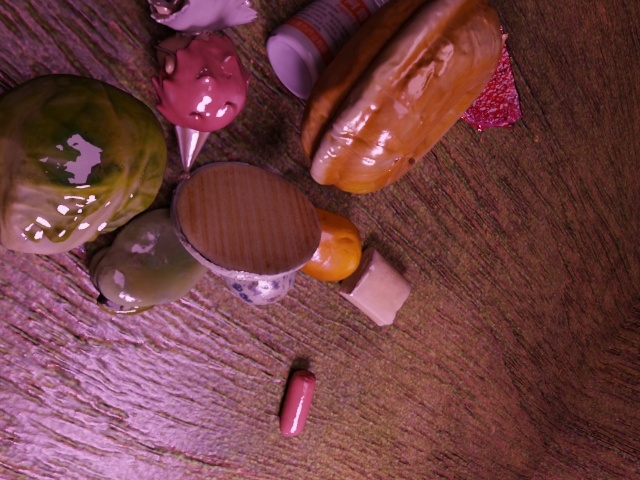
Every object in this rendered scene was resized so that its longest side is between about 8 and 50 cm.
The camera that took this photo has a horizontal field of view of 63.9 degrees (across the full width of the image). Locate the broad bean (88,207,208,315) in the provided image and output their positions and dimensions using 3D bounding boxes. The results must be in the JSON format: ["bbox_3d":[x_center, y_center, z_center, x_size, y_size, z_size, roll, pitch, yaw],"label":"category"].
[{"bbox_3d":[-0.282,0.039,0.880,0.228,0.100,0.169,-46,127,-19],"label":"broad bean"}]

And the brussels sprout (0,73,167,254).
[{"bbox_3d":[-0.355,-0.099,0.715,0.271,0.210,0.219,-59,152,9],"label":"brussels sprout"}]

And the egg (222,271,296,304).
[{"bbox_3d":[-0.122,0.037,0.967,0.141,0.141,0.182,-41,113,-19],"label":"egg"}]

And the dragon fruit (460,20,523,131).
[{"bbox_3d":[0.375,-0.375,1.201,0.262,0.163,0.189,59,35,-30],"label":"dragon fruit"}]

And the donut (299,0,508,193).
[{"bbox_3d":[0.145,-0.261,0.911,0.198,0.449,0.449,43,74,6],"label":"donut"}]

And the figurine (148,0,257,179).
[{"bbox_3d":[-0.193,-0.289,0.805,0.207,0.166,0.387,-40,145,-55],"label":"figurine"}]

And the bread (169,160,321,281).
[{"bbox_3d":[-0.127,-0.036,0.898,0.267,0.267,0.040,-12,149,-33],"label":"bread"}]

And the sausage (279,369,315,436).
[{"bbox_3d":[-0.053,0.375,1.182,0.062,0.062,0.154,10,98,-38],"label":"sausage"}]

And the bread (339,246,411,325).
[{"bbox_3d":[0.137,0.115,1.235,0.178,0.060,0.139,39,81,-38],"label":"bread"}]

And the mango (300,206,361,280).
[{"bbox_3d":[0.000,0.000,1.068,0.147,0.109,0.227,-39,129,10],"label":"mango"}]

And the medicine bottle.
[{"bbox_3d":[0.033,-0.383,0.943,0.252,0.144,0.144,-45,126,-20],"label":"medicine bottle"}]
